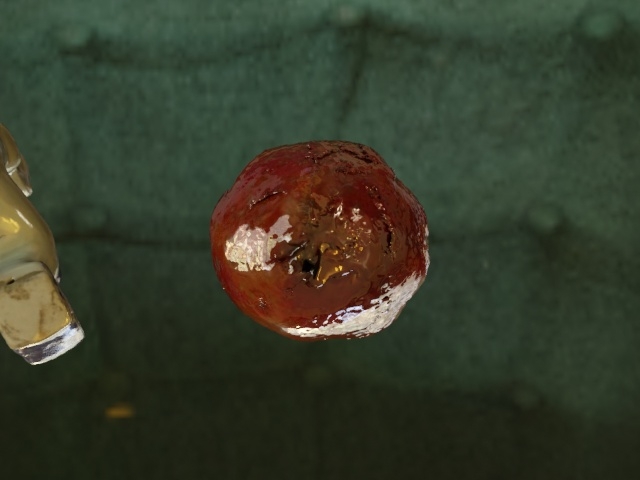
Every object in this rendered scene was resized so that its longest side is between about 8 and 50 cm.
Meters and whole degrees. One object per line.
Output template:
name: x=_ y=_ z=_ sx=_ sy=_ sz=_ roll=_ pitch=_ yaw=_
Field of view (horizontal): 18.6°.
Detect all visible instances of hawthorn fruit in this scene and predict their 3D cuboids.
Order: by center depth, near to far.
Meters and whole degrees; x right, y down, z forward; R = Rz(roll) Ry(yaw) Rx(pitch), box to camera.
hawthorn fruit: x=0.000 y=0.000 z=1.581 sx=0.181 sy=0.235 sz=0.181 roll=0 pitch=92 yaw=5

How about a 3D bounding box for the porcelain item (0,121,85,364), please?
porcelain item: x=-0.097 y=-0.026 z=0.557 sx=0.021 sy=0.136 sz=0.075 roll=-27 pitch=170 yaw=4
